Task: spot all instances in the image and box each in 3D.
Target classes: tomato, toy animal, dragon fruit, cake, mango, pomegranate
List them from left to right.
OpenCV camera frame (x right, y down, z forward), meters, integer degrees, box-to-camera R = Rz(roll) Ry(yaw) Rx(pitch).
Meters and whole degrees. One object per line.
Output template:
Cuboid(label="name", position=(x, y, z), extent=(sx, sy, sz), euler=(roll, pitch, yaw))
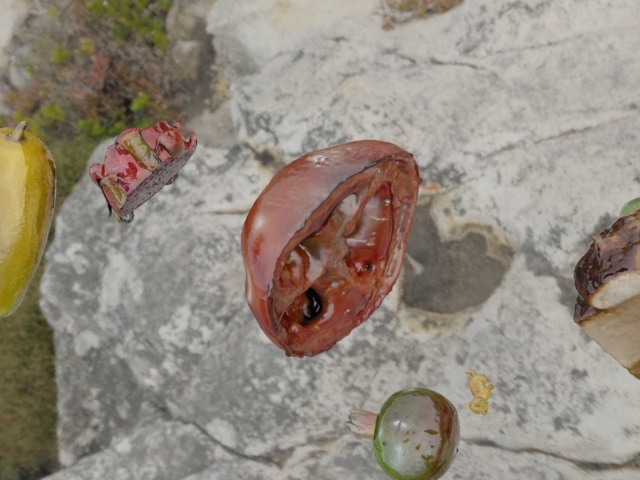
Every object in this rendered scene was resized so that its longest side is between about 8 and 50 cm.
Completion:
Cuboid(label="mango", position=(-0.258, -0.014, 0.670), extent=(0.101, 0.066, 0.188), euler=(48, 129, 54))
Cuboid(label="dragon fruit", position=(-0.182, -0.081, 0.808), extent=(0.068, 0.126, 0.112), euler=(47, 68, -1))
Cuboid(label="tomato", position=(-0.002, -0.003, 0.787), extent=(0.101, 0.228, 0.228), euler=(30, 84, 28))
Cuboid(label="pomegranate", position=(0.149, 0.350, 1.462), extent=(0.209, 0.180, 0.180), euler=(14, 74, 15))
Cuboid(label="toy animal", position=(0.308, 0.304, 1.589), extent=(0.060, 0.081, 0.083), euler=(-28, 11, 40))
Cuboid(label="cake", position=(0.451, 0.059, 1.025), extent=(0.196, 0.293, 0.199), euler=(-40, 17, 48))

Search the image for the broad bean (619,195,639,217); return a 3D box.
Cuboid(label="broad bean", position=(0.660, -0.064, 1.506), extent=(0.228, 0.169, 0.100), euler=(-5, 98, 67))
